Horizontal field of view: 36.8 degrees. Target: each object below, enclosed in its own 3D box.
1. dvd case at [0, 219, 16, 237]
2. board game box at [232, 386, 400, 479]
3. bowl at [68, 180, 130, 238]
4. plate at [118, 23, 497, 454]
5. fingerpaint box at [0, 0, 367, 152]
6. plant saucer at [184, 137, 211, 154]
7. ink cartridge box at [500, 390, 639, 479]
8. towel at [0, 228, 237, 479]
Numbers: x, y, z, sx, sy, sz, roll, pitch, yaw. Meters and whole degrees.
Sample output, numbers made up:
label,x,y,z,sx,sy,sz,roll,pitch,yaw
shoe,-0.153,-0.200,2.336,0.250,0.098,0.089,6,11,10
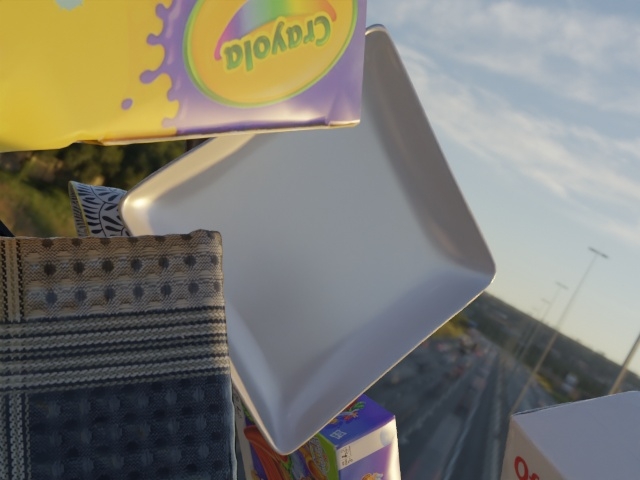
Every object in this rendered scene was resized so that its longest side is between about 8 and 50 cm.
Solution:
label,x,y,z,sx,sy,sz,roll,pitch,yaw
dvd case,-0.377,0.028,1.081,0.180,0.022,0.253,53,-31,-13
board game box,0.001,0.309,1.110,0.078,0.347,0.233,-21,27,-27
bowl,-0.170,0.020,0.878,0.080,0.170,0.170,-14,16,-17
plate,0.000,0.000,0.833,0.045,0.277,0.278,18,-38,59
fingerpaint box,-0.253,-0.136,0.459,0.371,0.163,0.444,12,16,39
plant saucer,-0.077,-0.129,1.530,0.310,0.311,0.050,29,25,18
ink cartridge box,0.205,0.276,0.652,0.117,0.283,0.207,-5,25,-19
towel,-0.206,0.147,0.551,0.324,0.312,0.056,-1,-11,-20
